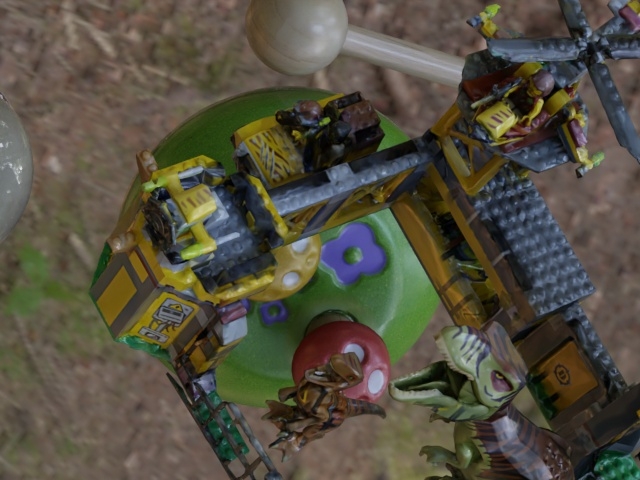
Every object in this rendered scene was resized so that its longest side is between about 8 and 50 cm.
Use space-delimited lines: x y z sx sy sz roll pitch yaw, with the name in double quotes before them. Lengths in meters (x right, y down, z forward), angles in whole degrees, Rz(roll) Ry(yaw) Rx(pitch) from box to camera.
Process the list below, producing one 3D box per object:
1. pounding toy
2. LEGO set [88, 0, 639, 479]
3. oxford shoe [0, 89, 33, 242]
"pounding toy" 0.000 0.000 0.990 0.183 0.110 0.237 23 107 -18
"LEGO set" 0.078 0.049 0.734 0.255 0.192 0.331 -12 70 -30
"oxford shoe" -0.208 0.024 0.561 0.348 0.130 0.123 -25 118 -41
